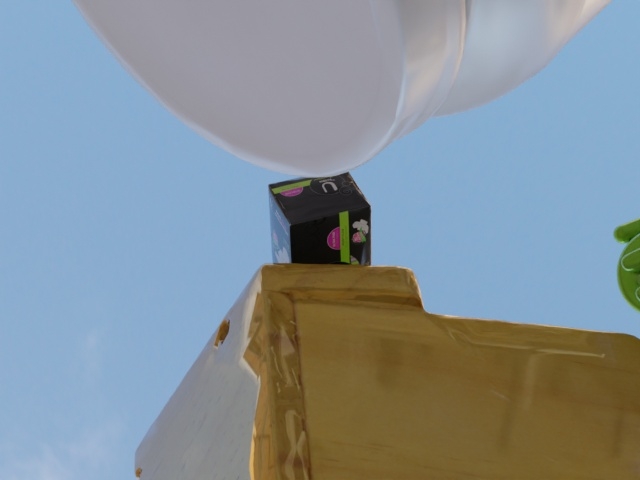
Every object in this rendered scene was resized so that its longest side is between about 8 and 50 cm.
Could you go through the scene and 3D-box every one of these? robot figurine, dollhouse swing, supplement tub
[{"bbox_3d":[0.255,0.026,1.079,0.067,0.115,0.101,-30,-107,21],"label":"robot figurine"},{"bbox_3d":[0.065,0.231,0.981,0.305,0.315,0.347,18,-141,-23],"label":"dollhouse swing"},{"bbox_3d":[0.058,-0.203,0.632,0.241,0.241,0.331,42,-120,10],"label":"supplement tub"}]

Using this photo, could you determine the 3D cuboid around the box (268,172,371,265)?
[{"bbox_3d":[0.000,0.000,1.055,0.062,0.083,0.052,-14,-139,-14],"label":"box"}]
